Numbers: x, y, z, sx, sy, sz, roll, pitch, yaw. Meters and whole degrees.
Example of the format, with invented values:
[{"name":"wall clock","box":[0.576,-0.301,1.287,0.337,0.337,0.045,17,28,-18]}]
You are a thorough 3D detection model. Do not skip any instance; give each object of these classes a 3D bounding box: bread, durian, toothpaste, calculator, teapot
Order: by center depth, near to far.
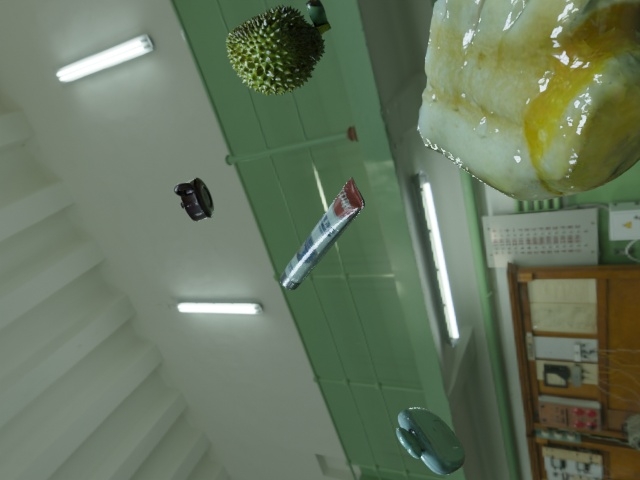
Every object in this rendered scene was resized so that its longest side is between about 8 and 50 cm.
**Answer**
[{"name":"bread","box":[0.300,-0.214,0.568,0.341,0.210,0.300,-125,24,-55]},{"name":"teapot","box":[-0.203,-0.064,0.687,0.100,0.045,0.067,55,-163,-66]},{"name":"toothpaste","box":[0.000,0.000,0.701,0.039,0.239,0.062,9,-134,-33]},{"name":"durian","box":[-0.080,-0.349,0.802,0.198,0.159,0.146,-38,-57,-42]},{"name":"calculator","box":[0.295,0.525,1.141,0.295,0.042,0.184,25,-159,-49]}]
